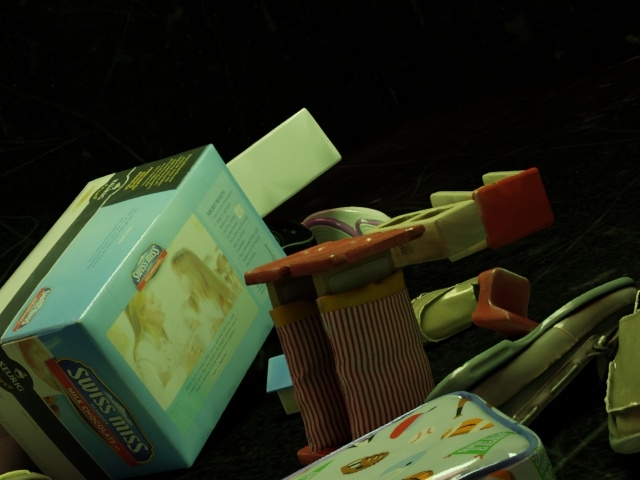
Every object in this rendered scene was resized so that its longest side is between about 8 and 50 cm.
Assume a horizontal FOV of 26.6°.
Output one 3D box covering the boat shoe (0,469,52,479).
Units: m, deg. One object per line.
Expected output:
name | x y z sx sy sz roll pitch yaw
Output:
boat shoe | -0.360 0.308 1.327 0.097 0.116 0.324 -23 3 15

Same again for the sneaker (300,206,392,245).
sneaker | 0.000 0.000 2.242 0.305 0.114 0.152 -17 12 32

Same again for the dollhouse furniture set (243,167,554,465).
dollhouse furniture set | 0.126 0.063 1.337 0.374 0.201 0.152 -21 6 -37

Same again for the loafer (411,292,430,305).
loafer | 0.142 0.078 1.673 0.045 0.039 0.125 -31 12 -38

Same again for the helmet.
helmet | -0.065 0.049 1.980 0.169 0.169 0.161 -25 19 -15

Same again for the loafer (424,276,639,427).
loafer | 0.209 0.119 1.214 0.267 0.084 0.096 -24 -23 -34

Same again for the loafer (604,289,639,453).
loafer | 0.270 0.095 1.096 0.094 0.087 0.251 -19 9 20

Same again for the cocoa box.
cocoa box | -0.222 0.088 1.620 0.228 0.231 0.347 -15 30 35

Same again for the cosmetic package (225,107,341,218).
cosmetic package | -0.151 -0.042 1.980 0.377 0.097 0.284 -37 1 -1

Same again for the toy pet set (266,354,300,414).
toy pet set | 0.004 0.146 1.525 0.114 0.065 0.122 -17 10 30

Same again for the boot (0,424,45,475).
boot | -0.413 0.218 1.622 0.118 0.222 0.338 -19 9 17

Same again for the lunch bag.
lunch bag | 0.025 0.215 0.930 0.303 0.115 0.243 -25 7 -8

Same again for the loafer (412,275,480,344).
loafer | 0.162 0.076 1.582 0.148 0.056 0.050 -28 4 -32
